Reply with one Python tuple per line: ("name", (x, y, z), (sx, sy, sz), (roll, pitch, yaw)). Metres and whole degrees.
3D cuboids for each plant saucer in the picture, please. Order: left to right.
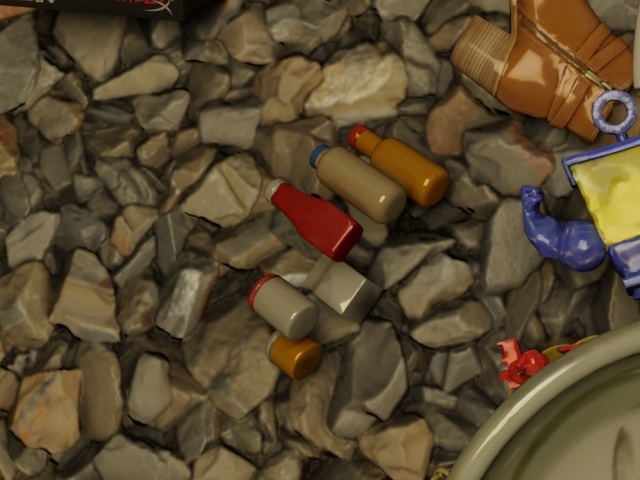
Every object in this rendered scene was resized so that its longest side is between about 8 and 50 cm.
("plant saucer", (0.252, 0.225, 1.189), (0.400, 0.100, 0.400), (-5, 112, -13))

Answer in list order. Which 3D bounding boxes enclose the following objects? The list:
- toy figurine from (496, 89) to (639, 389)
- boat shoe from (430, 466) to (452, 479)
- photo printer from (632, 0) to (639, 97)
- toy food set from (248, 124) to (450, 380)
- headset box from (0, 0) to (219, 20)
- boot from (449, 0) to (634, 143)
("toy figurine", (0.289, -0.032, 1.239), (0.362, 0.191, 0.217), (-18, 80, 13))
("boat shoe", (0.115, 0.251, 1.294), (0.097, 0.116, 0.324), (32, 97, 16))
("photo printer", (0.425, -0.193, 1.277), (0.307, 0.107, 0.256), (18, 87, 20))
("toy food set", (0.000, 0.000, 1.376), (0.104, 0.111, 0.232), (37, 93, 31))
("headset box", (-0.208, -0.366, 1.434), (0.218, 0.110, 0.293), (8, 113, 18))
("boot", (0.227, -0.195, 1.365), (0.152, 0.073, 0.197), (32, 91, 13))
